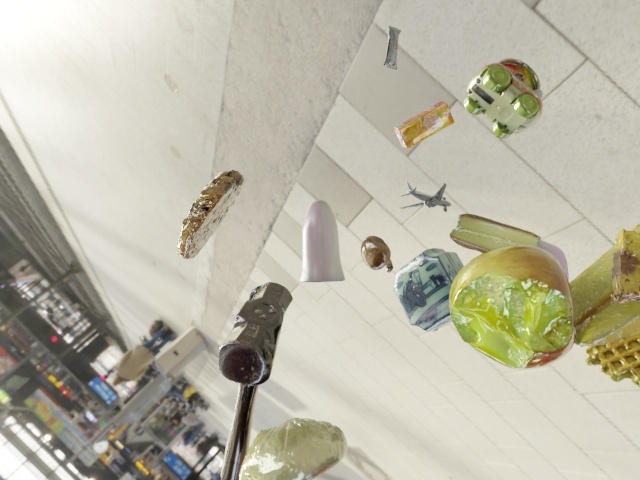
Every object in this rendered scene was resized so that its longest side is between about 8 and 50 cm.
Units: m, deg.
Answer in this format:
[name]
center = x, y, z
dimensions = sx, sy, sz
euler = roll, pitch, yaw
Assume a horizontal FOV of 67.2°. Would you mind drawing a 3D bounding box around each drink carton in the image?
[drink carton]
center = 0.424, -0.471, 1.969
dimensions = 0.096, 0.223, 0.071
euler = 60, -177, -21

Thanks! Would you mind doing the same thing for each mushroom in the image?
[mushroom]
center = 0.160, 0.049, 1.301
dimensions = 0.088, 0.073, 0.129
euler = -19, 122, 35

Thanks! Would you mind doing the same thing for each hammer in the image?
[hammer]
center = -0.142, 0.310, 0.962
dimensions = 0.095, 0.242, 0.408
euler = 11, 109, 1

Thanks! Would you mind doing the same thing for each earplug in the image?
[earplug]
center = 0.000, 0.000, 1.770
dimensions = 0.172, 0.172, 0.301
euler = -4, 88, 57

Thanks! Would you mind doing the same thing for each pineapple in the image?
[pineapple]
center = 0.885, 0.080, 1.322
dimensions = 0.135, 0.233, 0.079
euler = 17, 159, 10

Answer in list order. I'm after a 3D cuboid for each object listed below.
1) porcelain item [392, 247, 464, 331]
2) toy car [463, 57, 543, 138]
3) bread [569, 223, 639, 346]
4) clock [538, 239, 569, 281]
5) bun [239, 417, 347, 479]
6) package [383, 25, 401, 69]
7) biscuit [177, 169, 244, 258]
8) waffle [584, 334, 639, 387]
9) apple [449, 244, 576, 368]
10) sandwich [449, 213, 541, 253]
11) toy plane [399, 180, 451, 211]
[porcelain item]
center = 0.441, 0.194, 1.886
dimensions = 0.281, 0.157, 0.286
euler = -42, 63, 39
[toy car]
center = 0.567, -0.442, 1.422
dimensions = 0.235, 0.235, 0.145
euler = 43, 156, 4
[bread]
center = 0.885, 0.148, 1.435
dimensions = 0.233, 0.362, 0.245
euler = -126, 25, -50
[clock]
center = 0.556, 0.146, 1.398
dimensions = 0.102, 0.338, 0.338
euler = 21, 157, -12
[bun]
center = -0.060, 0.407, 0.925
dimensions = 0.127, 0.222, 0.222
euler = 59, 159, 21
[package]
center = 0.179, -0.477, 1.189
dimensions = 0.037, 0.110, 0.015
euler = 10, 172, -18
[biscuit]
center = -0.357, -0.093, 1.536
dimensions = 0.081, 0.334, 0.289
euler = 30, 137, -1
[waffle]
center = 1.099, 0.372, 1.677
dimensions = 0.312, 0.307, 0.060
euler = 19, 149, 49
[apple]
center = 0.377, 0.134, 0.958
dimensions = 0.226, 0.246, 0.246
euler = -10, 125, 27
[sandwich]
center = 0.432, -0.009, 1.235
dimensions = 0.244, 0.090, 0.088
euler = 16, -178, -13
[toy plane]
center = 0.394, -0.151, 1.746
dimensions = 0.226, 0.058, 0.226
euler = 22, 150, -27
